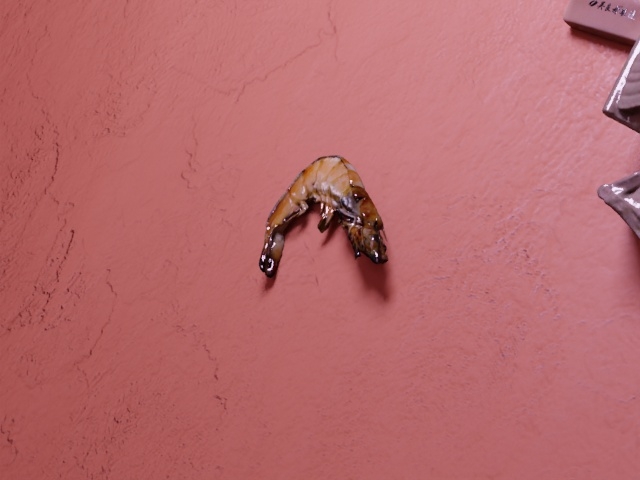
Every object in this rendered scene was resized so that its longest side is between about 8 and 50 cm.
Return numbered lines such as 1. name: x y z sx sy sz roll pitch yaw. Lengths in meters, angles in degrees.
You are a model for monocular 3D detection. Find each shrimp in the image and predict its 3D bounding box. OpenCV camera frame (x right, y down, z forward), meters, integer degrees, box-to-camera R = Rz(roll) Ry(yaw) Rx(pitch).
1. shrimp: -0.002 -0.002 1.518 0.148 0.035 0.195 -41 41 11

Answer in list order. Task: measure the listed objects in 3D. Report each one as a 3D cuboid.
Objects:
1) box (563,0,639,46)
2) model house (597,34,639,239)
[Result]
1. box: 0.290 -0.219 1.408 0.115 0.025 0.048 29 85 45
2. model house: 0.327 -0.104 1.250 0.188 0.122 0.229 9 76 44
